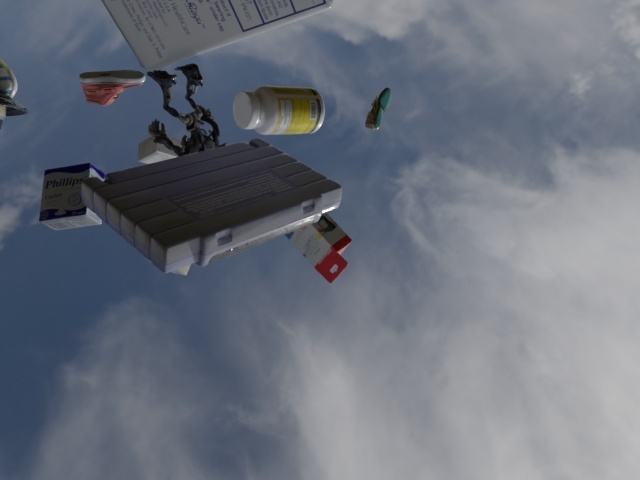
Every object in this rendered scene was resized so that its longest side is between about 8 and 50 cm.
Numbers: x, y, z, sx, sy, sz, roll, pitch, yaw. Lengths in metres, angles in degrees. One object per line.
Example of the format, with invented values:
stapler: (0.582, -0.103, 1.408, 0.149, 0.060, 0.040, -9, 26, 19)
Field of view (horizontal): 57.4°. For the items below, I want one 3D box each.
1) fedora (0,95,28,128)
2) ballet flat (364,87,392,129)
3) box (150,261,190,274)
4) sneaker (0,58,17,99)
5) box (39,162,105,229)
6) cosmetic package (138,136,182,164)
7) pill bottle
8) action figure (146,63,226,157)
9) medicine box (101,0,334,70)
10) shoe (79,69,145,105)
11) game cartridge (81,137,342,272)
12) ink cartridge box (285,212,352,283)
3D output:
fedora: (-0.745, -0.211, 1.151, 0.334, 0.152, 0.334, 3, -175, 0)
ballet flat: (0.221, -0.519, 2.294, 0.067, 0.073, 0.206, 0, -126, 37)
box: (-0.451, -0.033, 1.914, 0.113, 0.094, 0.275, 9, -113, 24)
sneaker: (-0.719, -0.353, 1.132, 0.240, 0.091, 0.126, 35, -166, -5)
box: (-0.596, -0.105, 1.406, 0.126, 0.072, 0.137, -7, -110, 10)
cosmetic package: (-0.397, -0.242, 1.694, 0.099, 0.239, 0.060, -13, -107, 40)
pill bottle: (-0.164, -0.511, 2.298, 0.334, 0.187, 0.188, -9, -143, -37)
action figure: (-0.324, -0.284, 1.420, 0.164, 0.275, 0.141, -26, -141, -28)
medicine box: (-0.140, -0.408, 0.842, 0.289, 0.149, 0.263, -13, -137, 13)
shoe: (-0.571, -0.423, 1.622, 0.178, 0.081, 0.063, -3, -142, -4)
game cartridge: (-0.159, -0.069, 0.935, 0.230, 0.068, 0.355, 37, -140, 29)
ink cartridge box: (0.000, 0.000, 1.739, 0.231, 0.134, 0.078, 48, -129, 8)
